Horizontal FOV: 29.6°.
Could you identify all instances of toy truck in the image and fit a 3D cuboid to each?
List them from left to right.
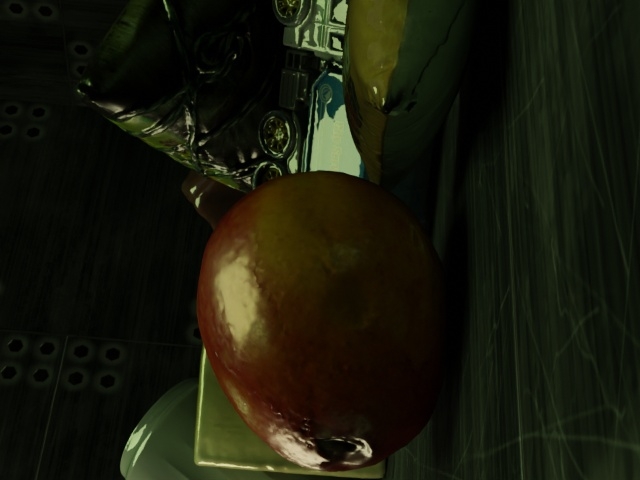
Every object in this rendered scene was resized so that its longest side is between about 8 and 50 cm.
[{"bbox_3d":[0.033,-0.139,1.406,0.146,0.175,0.367,-10,-69,-46],"label":"toy truck"}]

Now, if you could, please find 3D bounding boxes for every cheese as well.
[{"bbox_3d":[-0.036,0.198,1.678,0.124,0.265,0.243,105,169,-82],"label":"cheese"}]

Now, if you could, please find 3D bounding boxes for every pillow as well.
[{"bbox_3d":[0.086,-0.214,1.096,0.310,0.119,0.312,96,-174,-78],"label":"pillow"}]

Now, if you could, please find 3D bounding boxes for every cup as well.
[{"bbox_3d":[-0.095,0.345,1.841,0.323,0.327,0.237,-51,-22,-12],"label":"cup"}]

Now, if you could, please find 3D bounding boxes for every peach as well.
[{"bbox_3d":[0.009,0.077,1.141,0.281,0.238,0.281,-11,75,46],"label":"peach"}]

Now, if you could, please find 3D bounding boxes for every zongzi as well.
[{"bbox_3d":[-0.180,-0.212,1.539,0.319,0.362,0.383,-51,-41,-17],"label":"zongzi"}]

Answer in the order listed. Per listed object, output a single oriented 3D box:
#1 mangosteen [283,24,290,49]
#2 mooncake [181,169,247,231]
[{"bbox_3d":[0.018,-0.333,1.628,0.288,0.288,0.288,-175,90,-89],"label":"mangosteen"},{"bbox_3d":[-0.047,-0.017,1.783,0.174,0.333,0.326,-109,36,-69],"label":"mooncake"}]
